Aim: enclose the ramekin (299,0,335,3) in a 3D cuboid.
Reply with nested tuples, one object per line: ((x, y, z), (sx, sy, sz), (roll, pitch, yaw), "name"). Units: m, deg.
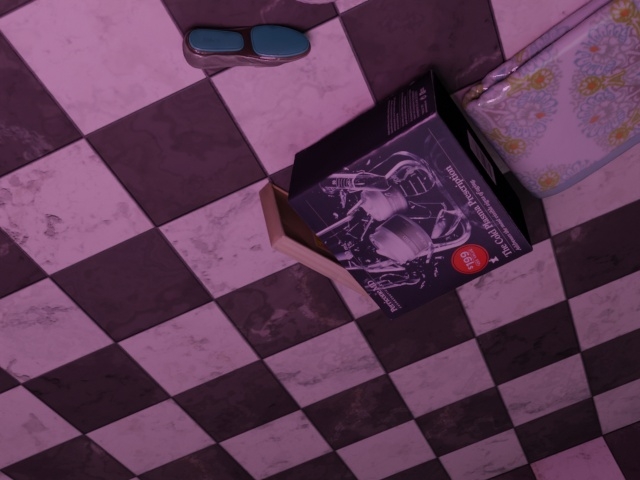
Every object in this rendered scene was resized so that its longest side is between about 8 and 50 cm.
((-0.005, -0.457, 1.153), (0.207, 0.109, 0.207), (-8, 134, -8), "ramekin")

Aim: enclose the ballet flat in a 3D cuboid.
((-0.125, -0.320, 1.289), (0.213, 0.072, 0.068), (-2, 159, -12), "ballet flat")

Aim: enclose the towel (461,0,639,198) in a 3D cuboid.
((0.498, -0.275, 1.474), (0.374, 0.090, 0.320), (-35, 128, 17), "towel")

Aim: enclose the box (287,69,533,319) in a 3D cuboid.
((0.167, -0.073, 1.429), (0.312, 0.179, 0.343), (-29, 119, 24), "box")

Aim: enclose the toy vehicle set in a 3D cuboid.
((0.000, 0.000, 1.535), (0.266, 0.166, 0.035), (29, 119, -34), "toy vehicle set")
